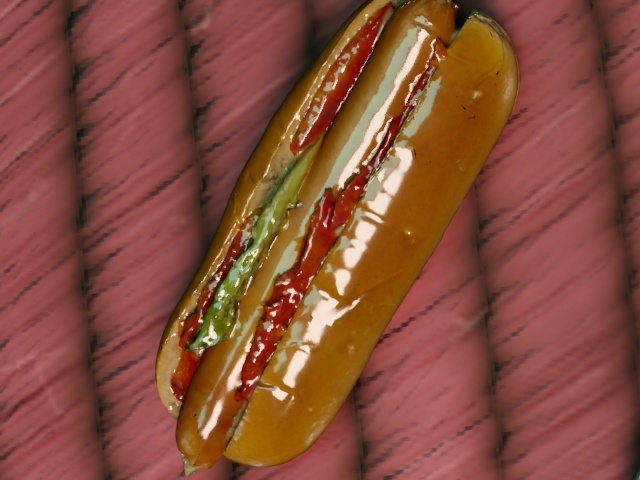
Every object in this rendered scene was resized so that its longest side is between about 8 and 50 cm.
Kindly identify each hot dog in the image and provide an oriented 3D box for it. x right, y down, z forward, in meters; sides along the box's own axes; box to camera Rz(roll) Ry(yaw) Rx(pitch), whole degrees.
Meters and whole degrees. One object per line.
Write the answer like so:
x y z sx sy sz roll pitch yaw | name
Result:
0.000 0.000 0.711 0.092 0.062 0.235 30 97 18 | hot dog

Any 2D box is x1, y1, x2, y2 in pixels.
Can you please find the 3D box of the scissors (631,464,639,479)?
0.300 0.114 0.598 0.393 0.032 0.180 -13 88 20 | scissors
